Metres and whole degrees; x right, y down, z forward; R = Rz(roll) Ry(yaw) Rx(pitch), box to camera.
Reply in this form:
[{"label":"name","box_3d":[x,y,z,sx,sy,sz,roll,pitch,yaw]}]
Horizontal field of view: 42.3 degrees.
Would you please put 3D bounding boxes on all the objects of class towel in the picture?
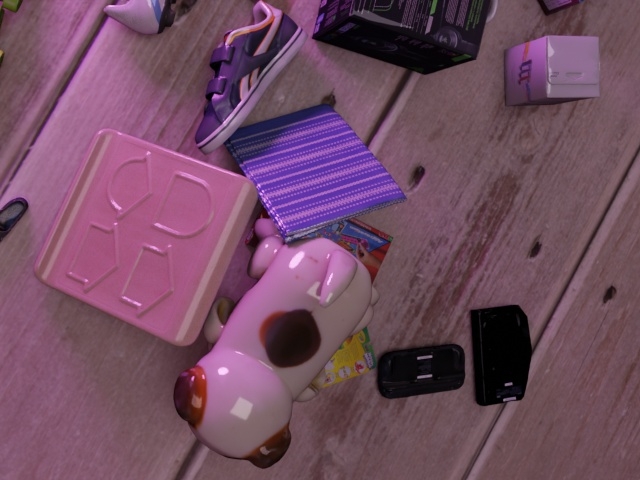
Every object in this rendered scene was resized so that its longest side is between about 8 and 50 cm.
[{"label":"towel","box_3d":[-0.022,-0.137,1.560,0.243,0.336,0.040,-19,136,-16]}]

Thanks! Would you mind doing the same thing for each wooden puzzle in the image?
[{"label":"wooden puzzle","box_3d":[-0.317,-0.010,1.531,0.348,0.080,0.322,21,84,18]}]

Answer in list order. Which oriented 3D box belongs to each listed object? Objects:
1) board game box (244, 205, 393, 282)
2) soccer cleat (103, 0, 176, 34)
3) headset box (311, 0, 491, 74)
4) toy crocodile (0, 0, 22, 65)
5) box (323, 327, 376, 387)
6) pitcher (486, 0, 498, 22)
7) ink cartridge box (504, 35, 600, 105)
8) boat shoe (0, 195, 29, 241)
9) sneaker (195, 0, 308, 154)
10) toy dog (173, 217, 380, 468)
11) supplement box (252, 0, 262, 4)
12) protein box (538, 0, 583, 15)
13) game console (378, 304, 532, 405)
[{"label":"board game box","box_3d":[0.000,0.000,1.706,0.281,0.027,0.145,25,88,-17]},{"label":"soccer cleat","box_3d":[-0.316,-0.551,1.525,0.143,0.116,0.331,11,91,-17]},{"label":"headset box","box_3d":[0.160,-0.430,1.608,0.283,0.246,0.131,13,90,-18]},{"label":"toy crocodile","box_3d":[-0.603,-0.389,1.469,0.115,0.105,0.340,21,92,-16]},{"label":"box","box_3d":[0.023,0.243,1.723,0.179,0.043,0.105,-16,98,-12]},{"label":"pitcher","box_3d":[0.329,-0.571,1.723,0.178,0.125,0.207,17,100,-37]},{"label":"ink cartridge box","box_3d":[0.486,-0.354,1.744,0.128,0.176,0.127,-4,95,-16]},{"label":"boat shoe","box_3d":[-0.594,-0.026,1.522,0.049,0.040,0.142,42,82,-15]},{"label":"sneaker","box_3d":[-0.164,-0.316,1.586,0.127,0.126,0.321,40,72,-20]},{"label":"toy dog","box_3d":[-0.075,0.204,1.490,0.285,0.395,0.407,39,76,-20]},{"label":"supplement box","box_3d":[-0.146,-0.516,1.619,0.098,0.036,0.062,28,85,-16]},{"label":"protein box","box_3d":[0.541,-0.627,1.761,0.200,0.136,0.201,-36,103,-11]},{"label":"game console","box_3d":[0.297,0.261,1.806,0.362,0.044,0.213,-5,94,-16]}]
